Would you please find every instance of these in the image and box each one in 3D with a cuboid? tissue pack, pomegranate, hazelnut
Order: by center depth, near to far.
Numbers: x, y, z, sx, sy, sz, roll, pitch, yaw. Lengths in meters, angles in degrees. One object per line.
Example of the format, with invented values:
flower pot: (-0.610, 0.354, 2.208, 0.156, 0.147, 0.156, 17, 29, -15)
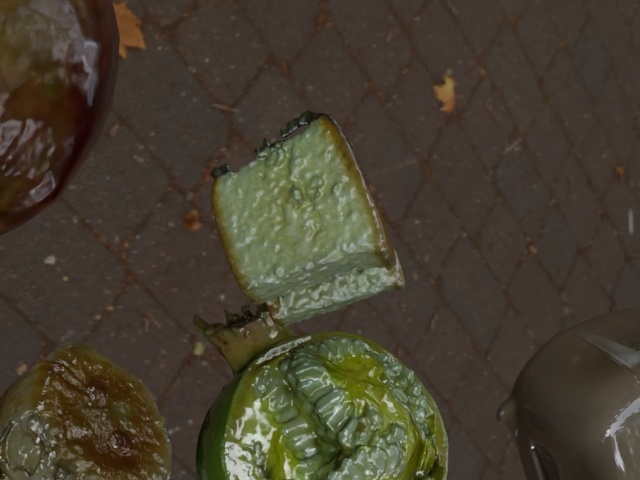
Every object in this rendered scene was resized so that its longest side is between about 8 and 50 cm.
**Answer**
hazelnut: (-0.383, -0.175, 0.813, 0.421, 0.421, 0.353, -32, 127, -45)
pomegranate: (-0.018, 0.194, 0.989, 0.260, 0.260, 0.341, -2, 52, -49)
tissue pack: (0.426, 0.310, 1.306, 0.277, 0.267, 0.387, -26, 109, -13)

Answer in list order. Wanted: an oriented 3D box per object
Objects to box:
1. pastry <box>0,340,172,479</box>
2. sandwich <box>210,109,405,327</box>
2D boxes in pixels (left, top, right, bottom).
pastry: (-0.382, 0.323, 1.552, 0.329, 0.136, 0.330, 41, 26, -24)
sandwich: (0.000, 0.000, 0.811, 0.236, 0.122, 0.128, 50, 20, -70)
